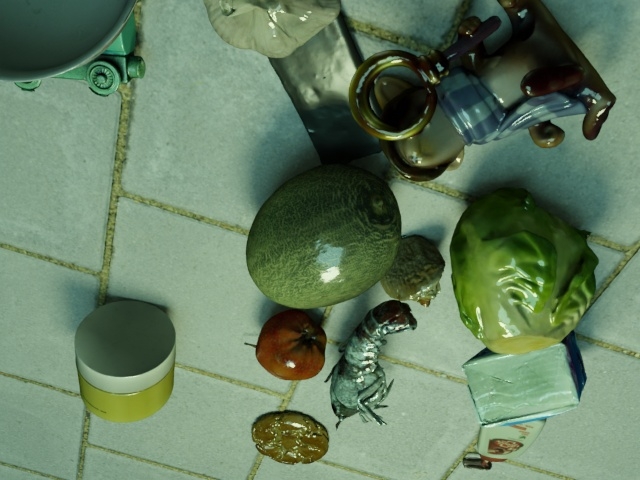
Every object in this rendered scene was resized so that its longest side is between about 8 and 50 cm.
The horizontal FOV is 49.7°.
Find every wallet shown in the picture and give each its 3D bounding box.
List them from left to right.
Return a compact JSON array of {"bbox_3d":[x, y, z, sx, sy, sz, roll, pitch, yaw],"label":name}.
[{"bbox_3d":[0.016,-0.253,1.170,0.146,0.030,0.285,-17,127,19],"label":"wallet"}]

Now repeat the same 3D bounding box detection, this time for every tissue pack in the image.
[{"bbox_3d":[0.419,0.268,1.387,0.198,0.263,0.146,-18,83,22],"label":"tissue pack"}]

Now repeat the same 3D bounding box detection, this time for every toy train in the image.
[{"bbox_3d":[-0.414,-0.328,1.140,0.248,0.101,0.159,4,118,4],"label":"toy train"}]

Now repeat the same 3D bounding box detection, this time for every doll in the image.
[{"bbox_3d":[0.239,-0.213,1.048,0.340,0.209,0.318,-25,119,30],"label":"doll"}]

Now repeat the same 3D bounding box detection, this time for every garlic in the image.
[{"bbox_3d":[-0.081,-0.352,0.972,0.218,0.212,0.218,5,117,10],"label":"garlic"}]

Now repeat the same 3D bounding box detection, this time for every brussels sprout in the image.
[{"bbox_3d":[0.360,0.051,1.232,0.259,0.294,0.227,11,163,-28],"label":"brussels sprout"}]

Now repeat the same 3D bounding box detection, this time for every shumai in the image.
[{"bbox_3d":[0.193,0.069,1.375,0.145,0.145,0.116,-27,143,28],"label":"shumai"}]

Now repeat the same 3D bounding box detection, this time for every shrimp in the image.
[{"bbox_3d":[0.101,0.276,1.490,0.166,0.221,0.410,-8,136,-9],"label":"shrimp"}]

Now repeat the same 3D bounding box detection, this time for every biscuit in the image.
[{"bbox_3d":[-0.082,0.537,1.858,0.226,0.042,0.226,5,132,5],"label":"biscuit"}]

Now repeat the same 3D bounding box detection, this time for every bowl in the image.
[{"bbox_3d":[-0.401,-0.374,1.014,0.345,0.345,0.157,7,173,4],"label":"bowl"}]

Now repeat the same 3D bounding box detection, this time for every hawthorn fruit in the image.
[{"bbox_3d":[-0.082,0.245,1.545,0.162,0.162,0.203,33,144,-18],"label":"hawthorn fruit"}]

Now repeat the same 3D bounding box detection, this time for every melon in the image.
[{"bbox_3d":[0.000,0.000,1.247,0.248,0.248,0.329,34,137,-19],"label":"melon"}]

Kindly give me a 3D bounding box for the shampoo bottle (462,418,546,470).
[{"bbox_3d":[0.439,0.488,1.706,0.153,0.071,0.284,13,130,0],"label":"shampoo bottle"}]

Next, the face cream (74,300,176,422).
[{"bbox_3d":[-0.441,0.276,1.575,0.218,0.218,0.179,12,132,-1],"label":"face cream"}]
